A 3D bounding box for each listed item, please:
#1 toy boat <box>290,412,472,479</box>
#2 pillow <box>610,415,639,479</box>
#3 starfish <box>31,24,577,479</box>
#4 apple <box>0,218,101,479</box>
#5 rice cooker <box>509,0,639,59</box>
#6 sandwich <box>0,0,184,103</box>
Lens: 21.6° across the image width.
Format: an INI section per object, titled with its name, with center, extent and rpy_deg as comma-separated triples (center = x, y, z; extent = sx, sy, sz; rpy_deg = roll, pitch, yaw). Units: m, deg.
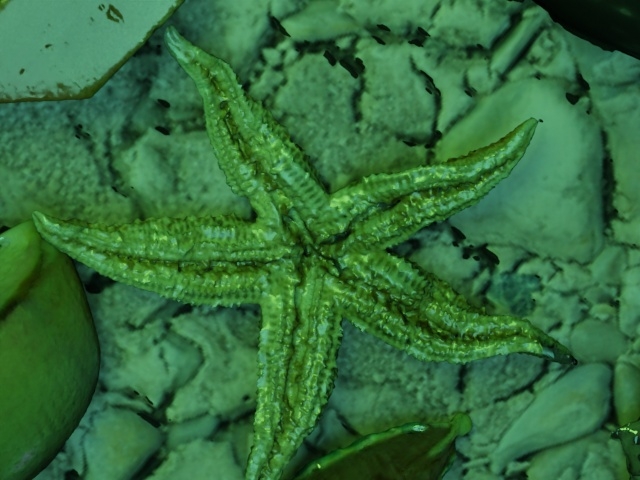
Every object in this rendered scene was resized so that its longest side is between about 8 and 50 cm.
[toy boat]
center = -0.008, 0.224, 1.251
extent = 0.293, 0.099, 0.108
rpy_deg = -38, 85, 7
[pillow]
center = 0.275, 0.189, 1.299
extent = 0.093, 0.051, 0.241
rpy_deg = -13, 114, -3
[starfish]
center = -0.001, -0.002, 1.176
extent = 0.347, 0.078, 0.358
rpy_deg = -22, 104, 1
[apple]
center = -0.256, 0.129, 1.159
extent = 0.265, 0.120, 0.193
rpy_deg = -29, 127, -7
[rice cooker]
center = 0.234, -0.223, 1.040
extent = 0.267, 0.267, 0.224
rpy_deg = 20, 109, -14
[sandwich]
center = -0.151, -0.166, 1.084
extent = 0.258, 0.094, 0.096
rpy_deg = -44, 108, 7
